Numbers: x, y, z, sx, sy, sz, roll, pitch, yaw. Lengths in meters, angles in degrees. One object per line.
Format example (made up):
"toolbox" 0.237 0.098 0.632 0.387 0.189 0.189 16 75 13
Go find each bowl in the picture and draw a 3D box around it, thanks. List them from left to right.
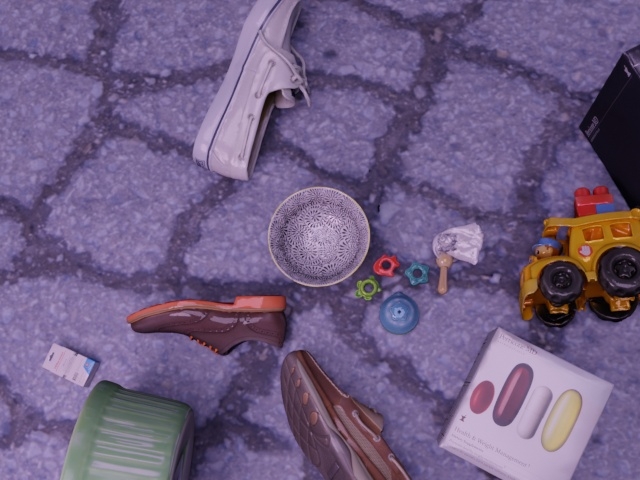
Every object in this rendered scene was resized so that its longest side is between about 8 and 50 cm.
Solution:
"bowl" 0.000 0.000 1.413 0.170 0.080 0.170 -1 79 5

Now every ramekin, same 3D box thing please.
"ramekin" -0.288 0.374 1.267 0.148 0.303 0.303 9 80 -1

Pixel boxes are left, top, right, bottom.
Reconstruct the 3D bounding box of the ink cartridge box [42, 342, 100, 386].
"ink cartridge box" -0.431 0.215 1.441 0.083 0.028 0.048 23 82 9

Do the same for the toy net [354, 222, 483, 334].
"toy net" 0.173 0.047 1.408 0.232 0.045 0.122 -43 77 -5

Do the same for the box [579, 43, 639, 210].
"box" 0.572 -0.133 1.249 0.179 0.343 0.312 -28 79 1

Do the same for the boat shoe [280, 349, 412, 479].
"boat shoe" 0.043 0.316 1.345 0.116 0.123 0.324 -18 66 -32

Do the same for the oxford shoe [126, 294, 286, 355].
"oxford shoe" -0.192 0.147 1.399 0.271 0.097 0.098 -4 85 5

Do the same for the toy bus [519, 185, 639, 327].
"toy bus" 0.421 0.018 1.346 0.220 0.149 0.211 -8 66 7

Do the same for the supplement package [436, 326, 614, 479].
"supplement package" 0.312 0.270 1.297 0.194 0.149 0.203 26 84 10

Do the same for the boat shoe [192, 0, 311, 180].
"boat shoe" -0.079 -0.271 1.445 0.156 0.136 0.367 24 85 10
